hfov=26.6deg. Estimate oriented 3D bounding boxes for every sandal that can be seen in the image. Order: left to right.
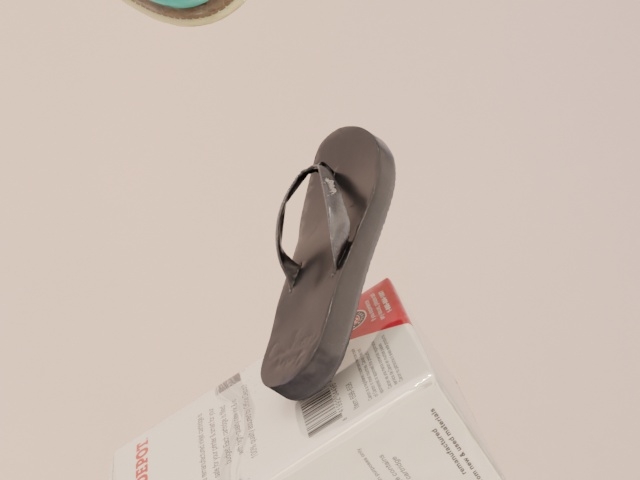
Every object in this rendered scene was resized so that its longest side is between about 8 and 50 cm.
[{"bbox_3d":[0.000,0.000,1.026,0.054,0.097,0.254,35,-136,-24],"label":"sandal"}]

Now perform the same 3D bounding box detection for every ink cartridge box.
[{"bbox_3d":[-0.020,0.174,1.028,0.273,0.197,0.114,-32,-70,4],"label":"ink cartridge box"}]

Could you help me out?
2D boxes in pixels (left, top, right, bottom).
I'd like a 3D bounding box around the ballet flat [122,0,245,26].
[{"bbox_3d":[-0.095,-0.179,0.567,0.086,0.086,0.248,-26,-111,-39],"label":"ballet flat"}]
